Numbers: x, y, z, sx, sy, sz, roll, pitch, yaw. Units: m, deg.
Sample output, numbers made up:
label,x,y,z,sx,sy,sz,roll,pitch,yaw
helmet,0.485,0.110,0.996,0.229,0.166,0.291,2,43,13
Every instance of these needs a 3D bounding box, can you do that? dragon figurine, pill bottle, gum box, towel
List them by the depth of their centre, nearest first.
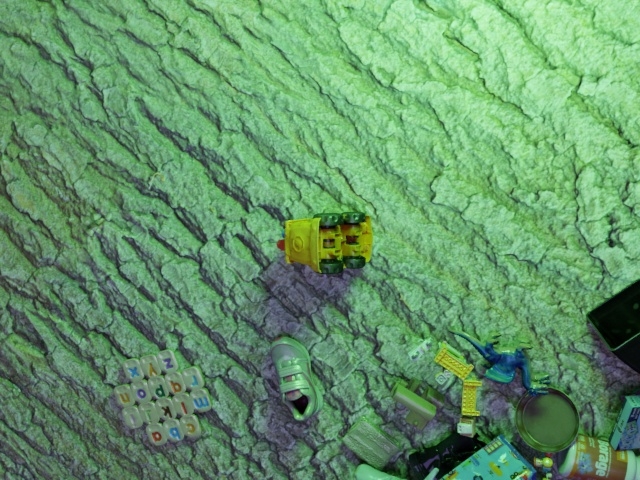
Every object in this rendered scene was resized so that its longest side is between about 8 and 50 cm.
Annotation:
label,x,y,z,sx,sy,sz,roll,pitch,yaw
gum box,0.844,0.458,1.734,0.184,0.041,0.157,-2,123,-8
pill bottle,0.742,0.584,1.788,0.216,0.121,0.121,13,104,6
dragon figurine,0.471,0.321,1.795,0.289,0.085,0.144,10,103,6
towel,0.143,0.576,1.933,0.148,0.027,0.110,37,106,0

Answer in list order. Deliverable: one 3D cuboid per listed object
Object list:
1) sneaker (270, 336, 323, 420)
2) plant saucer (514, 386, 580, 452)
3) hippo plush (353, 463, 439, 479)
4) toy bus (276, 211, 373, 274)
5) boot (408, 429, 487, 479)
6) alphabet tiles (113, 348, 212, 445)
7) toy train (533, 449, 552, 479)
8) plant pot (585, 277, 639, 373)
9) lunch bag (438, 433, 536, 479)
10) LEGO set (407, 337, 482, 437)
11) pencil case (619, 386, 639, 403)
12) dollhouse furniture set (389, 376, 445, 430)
label,x,y,z,sx,sy,sz,roll,pitch,yaw
sneaker,-0.068,0.386,1.884,0.103,0.111,0.252,-23,97,13
plant saucer,0.599,0.471,1.801,0.168,0.029,0.168,-9,72,31
hippo plush,0.163,0.757,1.818,0.294,0.236,0.234,-8,103,37
toy bus,0.000,0.000,1.772,0.211,0.220,0.149,4,98,42
boot,0.387,0.648,1.873,0.207,0.094,0.246,-30,91,17
alphabet tiles,-0.464,0.462,2.012,0.284,0.021,0.278,-16,98,12
toy train,0.591,0.626,1.828,0.046,0.125,0.166,1,94,13
plant pot,0.804,0.229,1.680,0.188,0.187,0.167,-37,106,14
lunch bag,0.451,0.691,1.810,0.221,0.138,0.293,-32,132,-11
LEGO set,0.357,0.368,1.809,0.132,0.107,0.287,-33,94,11
pencil case,0.853,0.393,1.758,0.151,0.064,0.070,-36,119,14
dollhouse furniture set,0.240,0.457,1.829,0.144,0.151,0.123,31,105,3
